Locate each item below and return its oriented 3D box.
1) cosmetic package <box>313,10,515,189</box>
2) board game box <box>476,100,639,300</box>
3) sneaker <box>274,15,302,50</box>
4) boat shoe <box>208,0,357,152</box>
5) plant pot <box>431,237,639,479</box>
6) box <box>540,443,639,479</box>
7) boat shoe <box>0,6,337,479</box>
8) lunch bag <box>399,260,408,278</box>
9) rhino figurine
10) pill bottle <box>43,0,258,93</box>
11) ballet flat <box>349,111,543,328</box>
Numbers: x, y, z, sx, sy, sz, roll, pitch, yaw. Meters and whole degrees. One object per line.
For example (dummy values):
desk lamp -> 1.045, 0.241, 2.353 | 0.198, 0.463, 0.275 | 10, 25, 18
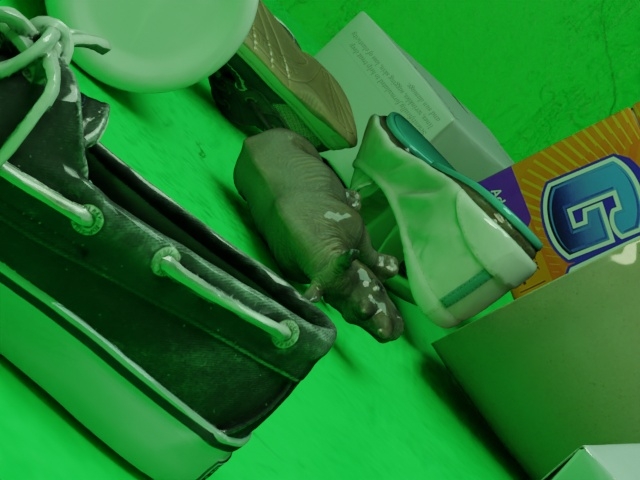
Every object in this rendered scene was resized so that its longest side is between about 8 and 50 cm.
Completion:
cosmetic package -> 0.136, -0.096, 1.783 | 0.217, 0.156, 0.385 | 54, 11, 31
board game box -> 0.426, 0.071, 1.446 | 0.356, 0.356, 0.356 | 32, 37, -57
sneaker -> -0.087, -0.215, 1.559 | 0.234, 0.078, 0.106 | 28, 23, -52
boat shoe -> -0.062, -0.153, 1.349 | 0.285, 0.092, 0.103 | 37, 32, -54
plant pot -> 0.265, 0.147, 1.144 | 0.274, 0.256, 0.256 | 63, 11, 6
box -> 0.221, 0.228, 0.746 | 0.231, 0.127, 0.262 | 50, 21, 28
boat shoe -> -0.119, -0.034, 0.526 | 0.306, 0.105, 0.113 | 44, 9, -15
lunch bag -> 0.131, 0.011, 1.474 | 0.067, 0.098, 0.065 | 49, 11, -15
rhino figurine -> 0.000, 0.000, 1.021 | 0.106, 0.073, 0.243 | 44, 10, -36
pill bottle -> -0.146, -0.229, 1.094 | 0.153, 0.153, 0.264 | 41, 11, -30
ballet flat -> 0.085, -0.024, 1.338 | 0.139, 0.139, 0.400 | 43, 5, -19
